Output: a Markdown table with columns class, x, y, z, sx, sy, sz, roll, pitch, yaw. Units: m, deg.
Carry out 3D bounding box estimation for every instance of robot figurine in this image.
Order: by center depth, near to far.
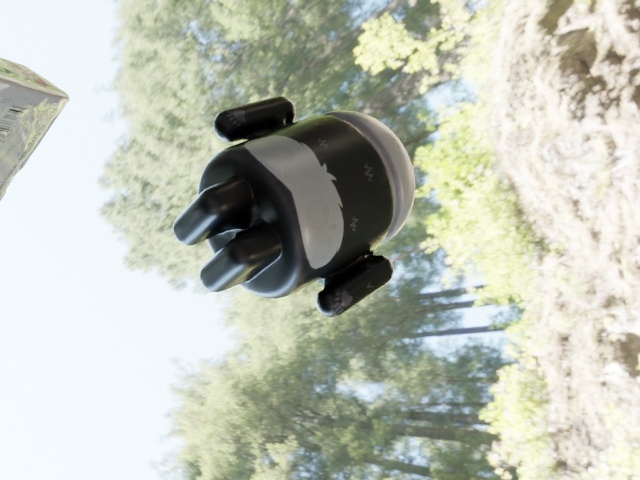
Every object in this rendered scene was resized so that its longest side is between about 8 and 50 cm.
| class | x | y | z | sx | sy | sz | roll | pitch | yaw |
| --- | --- | --- | --- | --- | --- | --- | --- | --- | --- |
| robot figurine | -0.022 | -0.040 | 1.003 | 0.278 | 0.174 | 0.209 | -27 | -58 | -39 |

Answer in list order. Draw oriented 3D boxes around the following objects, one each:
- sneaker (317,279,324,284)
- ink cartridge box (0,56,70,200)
| class | x | y | z | sx | sy | sz | roll | pitch | yaw |
| --- | --- | --- | --- | --- | --- | --- | --- | --- | --- |
| sneaker | 0.000 | 0.000 | 1.178 | 0.224 | 0.083 | 0.098 | 9 | -116 | -53 |
| ink cartridge box | -0.316 | -0.064 | 0.673 | 0.065 | 0.311 | 0.186 | 36 | -84 | 3 |
